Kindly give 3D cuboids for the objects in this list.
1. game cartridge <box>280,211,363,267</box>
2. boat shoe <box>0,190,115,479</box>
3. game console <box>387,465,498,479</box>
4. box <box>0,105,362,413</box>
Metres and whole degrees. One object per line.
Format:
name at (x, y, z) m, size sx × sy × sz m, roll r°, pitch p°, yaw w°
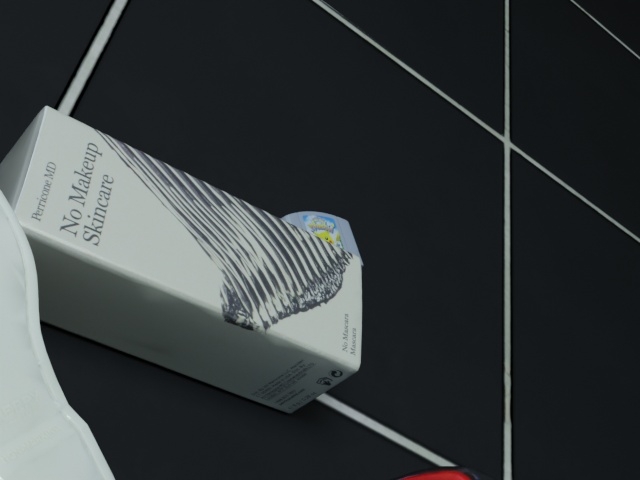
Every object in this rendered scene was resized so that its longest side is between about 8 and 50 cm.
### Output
game cartridge at (0.000, 0.000, 0.852) m, size 0.083 × 0.017 × 0.056 m, roll 4°, pitch 55°, yaw -42°
boat shoe at (-0.210, 0.072, 0.510) m, size 0.319 × 0.099 × 0.116 m, roll 65°, pitch 25°, yaw 5°
game console at (0.101, 0.259, 0.493) m, size 0.387 × 0.342 × 0.060 m, roll 37°, pitch 45°, yaw -16°
box at (-0.103, 0.023, 0.674) m, size 0.275 × 0.094 × 0.113 m, roll 25°, pitch 47°, yaw -29°
